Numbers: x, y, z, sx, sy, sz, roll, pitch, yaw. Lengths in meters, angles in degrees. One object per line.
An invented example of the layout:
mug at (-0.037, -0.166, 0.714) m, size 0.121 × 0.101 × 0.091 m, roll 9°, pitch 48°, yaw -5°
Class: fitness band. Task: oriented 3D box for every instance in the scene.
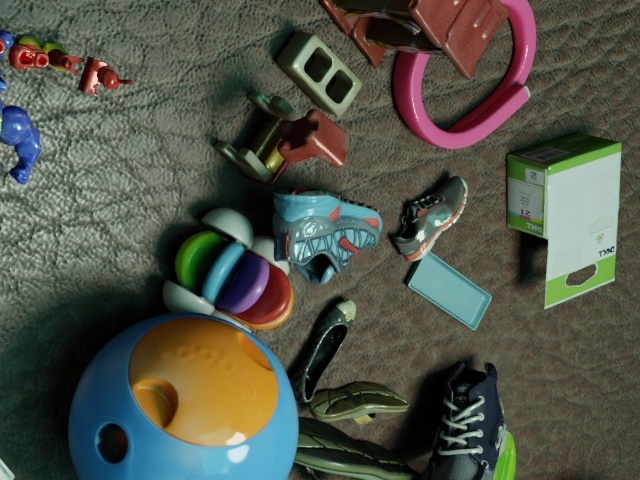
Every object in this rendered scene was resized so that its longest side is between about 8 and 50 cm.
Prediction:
fitness band at (0.232, -0.266, 1.730) m, size 0.291 × 0.054 × 0.209 m, roll -40°, pitch 124°, yaw -23°

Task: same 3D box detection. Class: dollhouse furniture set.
dollhouse furniture set at (0.057, -0.214, 1.512) m, size 0.152 × 0.201 × 0.374 m, roll 41°, pitch 77°, yaw -39°

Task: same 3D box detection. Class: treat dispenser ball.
treat dispenser ball at (-0.171, 0.235, 1.413) m, size 0.288 × 0.288 × 0.288 m, roll -13°, pitch 111°, yaw -35°

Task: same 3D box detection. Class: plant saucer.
plant saucer at (0.211, 0.082, 1.845) m, size 0.192 × 0.018 × 0.067 m, roll 33°, pitch 82°, yaw -39°

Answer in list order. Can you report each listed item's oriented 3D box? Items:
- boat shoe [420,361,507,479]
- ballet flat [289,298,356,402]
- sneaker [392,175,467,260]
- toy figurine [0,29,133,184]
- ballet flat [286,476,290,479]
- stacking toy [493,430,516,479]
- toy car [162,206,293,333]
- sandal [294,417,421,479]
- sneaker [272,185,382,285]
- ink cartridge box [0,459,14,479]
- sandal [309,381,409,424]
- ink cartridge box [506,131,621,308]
boat shoe at (0.220, 0.319, 1.795) m, size 0.340 × 0.127 × 0.158 m, roll -51°, pitch 135°, yaw -65°
ballet flat at (0.010, 0.168, 1.691) m, size 0.057 × 0.049 × 0.173 m, roll 36°, pitch 81°, yaw -40°
sneaker at (0.169, -0.044, 1.748) m, size 0.065 × 0.061 × 0.158 m, roll 42°, pitch 76°, yaw -32°
toy figurine at (-0.404, -0.129, 1.192) m, size 0.362 × 0.191 × 0.217 m, roll 12°, pitch 101°, yaw -39°
ballet flat at (-0.190, 0.364, 1.567) m, size 0.348 × 0.123 × 0.123 m, roll -5°, pitch 107°, yaw -37°
stacking toy at (0.250, 0.489, 1.979) m, size 0.279 × 0.130 × 0.309 m, roll -53°, pitch 137°, yaw -47°
toy car at (-0.109, 0.057, 1.506) m, size 0.182 × 0.136 × 0.159 m, roll 38°, pitch 80°, yaw -39°
sandal at (0.043, 0.358, 1.740) m, size 0.302 × 0.120 × 0.086 m, roll 28°, pitch 100°, yaw -41°
sneaker at (0.000, 0.000, 1.561) m, size 0.262 × 0.104 × 0.125 m, roll 14°, pitch 85°, yaw -61°
ink cartridge box at (-0.569, 0.280, 1.196) m, size 0.384 × 0.160 × 0.279 m, roll -41°, pitch 125°, yaw -21°
sandal at (0.056, 0.262, 1.749) m, size 0.180 × 0.072 × 0.049 m, roll -5°, pitch 122°, yaw -36°
ink cartridge box at (0.414, -0.036, 1.919) m, size 0.188 × 0.097 × 0.255 m, roll -18°, pitch 116°, yaw -34°
